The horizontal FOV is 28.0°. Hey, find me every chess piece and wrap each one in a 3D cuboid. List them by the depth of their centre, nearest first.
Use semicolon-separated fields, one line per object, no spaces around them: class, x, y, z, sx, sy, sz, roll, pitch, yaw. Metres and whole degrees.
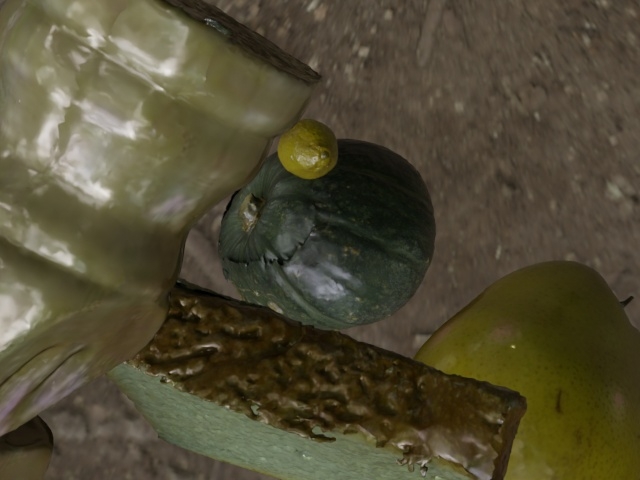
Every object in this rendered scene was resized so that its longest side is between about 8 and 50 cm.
chess piece;-0.130;0.019;0.562;0.137;0.137;0.301;31;98;-7

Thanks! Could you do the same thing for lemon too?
lemon;-0.013;-0.099;1.382;0.065;0.092;0.065;-7;111;-19

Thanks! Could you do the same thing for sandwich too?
sandwich;0.001;0.107;0.818;0.251;0.226;0.087;18;69;13

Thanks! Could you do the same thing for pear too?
pear;0.221;0.178;1.340;0.285;0.285;0.336;24;87;-4

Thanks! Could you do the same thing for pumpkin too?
pumpkin;0.000;0.000;1.846;0.257;0.291;0.327;27;149;-25
